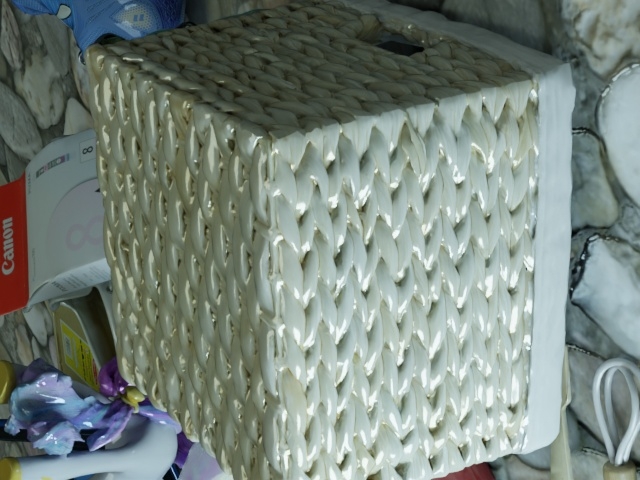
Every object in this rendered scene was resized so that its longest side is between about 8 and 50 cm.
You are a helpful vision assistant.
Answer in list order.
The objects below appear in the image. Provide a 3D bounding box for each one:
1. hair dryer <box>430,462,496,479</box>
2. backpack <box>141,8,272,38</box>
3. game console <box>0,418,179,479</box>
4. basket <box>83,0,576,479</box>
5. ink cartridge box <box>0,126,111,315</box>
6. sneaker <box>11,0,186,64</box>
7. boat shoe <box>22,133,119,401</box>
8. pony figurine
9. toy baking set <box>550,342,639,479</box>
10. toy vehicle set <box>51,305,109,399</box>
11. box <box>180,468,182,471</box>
[{"bbox_3d":[0.096,0.255,1.361,0.224,0.080,0.293,21,124,54],"label":"hair dryer"},{"bbox_3d":[-0.103,-0.126,1.363,0.144,0.188,0.165,-22,86,60],"label":"backpack"},{"bbox_3d":[-0.325,0.326,1.953,0.293,0.250,0.173,-8,79,49],"label":"game console"},{"bbox_3d":[0.000,0.000,1.171,0.328,0.266,0.331,31,130,52],"label":"basket"},{"bbox_3d":[-0.327,-0.020,1.723,0.066,0.232,0.189,57,-160,-57],"label":"ink cartridge box"},{"bbox_3d":[-0.251,-0.251,1.599,0.330,0.130,0.147,15,117,55],"label":"sneaker"},{"bbox_3d":[-0.296,0.046,1.810,0.367,0.156,0.136,65,149,9],"label":"boat shoe"},{"bbox_3d":[-0.191,0.226,1.560,0.303,0.363,0.351,44,113,45],"label":"pony figurine"},{"bbox_3d":[0.245,0.198,1.138,0.256,0.030,0.196,49,141,34],"label":"toy baking set"},{"bbox_3d":[-0.318,0.161,2.032,0.166,0.035,0.266,34,134,46],"label":"toy vehicle set"},{"bbox_3d":[-0.130,0.269,1.757,0.083,0.062,0.052,62,148,14],"label":"box"}]
